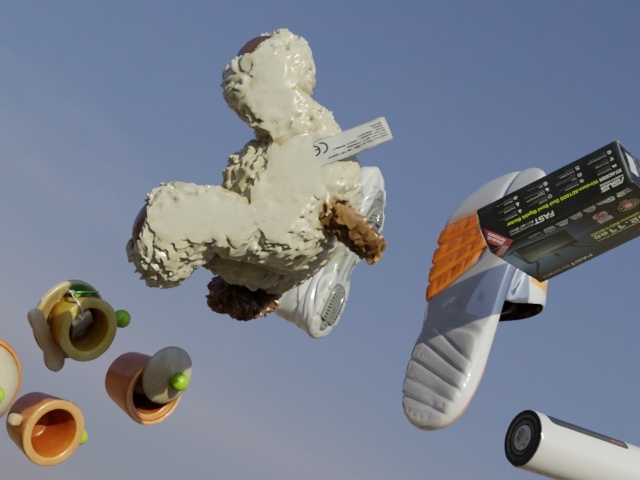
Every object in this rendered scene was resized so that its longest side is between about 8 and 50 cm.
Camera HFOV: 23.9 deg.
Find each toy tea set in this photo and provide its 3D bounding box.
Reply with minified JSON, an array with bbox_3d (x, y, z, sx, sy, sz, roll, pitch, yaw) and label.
[{"bbox_3d":[-0.268,0.155,1.529,0.124,0.336,0.200,21,-58,46],"label":"toy tea set"}]

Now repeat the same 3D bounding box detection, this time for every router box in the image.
[{"bbox_3d":[0.190,-0.019,1.120,0.122,0.038,0.092,-27,-29,24],"label":"router box"}]

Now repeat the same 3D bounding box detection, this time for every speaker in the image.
[{"bbox_3d":[0.239,0.200,1.395,0.136,0.055,0.055,21,-16,-26],"label":"speaker"}]

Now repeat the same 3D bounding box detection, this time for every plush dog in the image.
[{"bbox_3d":[-0.029,-0.032,1.396,0.210,0.262,0.225,29,-7,7],"label":"plush dog"}]

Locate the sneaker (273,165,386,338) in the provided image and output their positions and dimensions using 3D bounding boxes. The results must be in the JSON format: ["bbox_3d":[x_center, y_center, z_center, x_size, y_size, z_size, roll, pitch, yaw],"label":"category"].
[{"bbox_3d":[0.000,0.000,1.896,0.115,0.232,0.090,21,-15,24],"label":"sneaker"}]

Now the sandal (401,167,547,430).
[{"bbox_3d":[0.140,0.058,1.285,0.102,0.265,0.076,-12,-44,46],"label":"sandal"}]
